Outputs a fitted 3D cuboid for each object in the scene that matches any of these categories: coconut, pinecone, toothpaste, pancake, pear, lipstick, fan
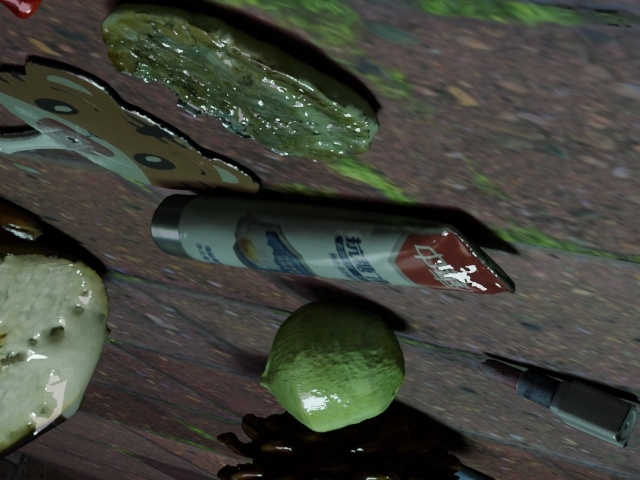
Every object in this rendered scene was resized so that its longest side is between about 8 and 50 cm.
[{"bbox_3d":[0.006,0.080,1.280,0.096,0.088,0.088,-10,161,8],"label":"coconut"},{"bbox_3d":[0.012,0.230,1.621,0.221,0.221,0.221,21,167,5],"label":"pinecone"},{"bbox_3d":[0.000,0.000,1.067,0.239,0.039,0.062,6,152,44],"label":"toothpaste"},{"bbox_3d":[-0.035,-0.069,0.873,0.129,0.023,0.116,27,164,-16],"label":"pancake"},{"bbox_3d":[-0.294,0.052,1.508,0.178,0.267,0.267,54,-174,32],"label":"pear"},{"bbox_3d":[0.145,0.096,1.239,0.107,0.025,0.025,22,169,30],"label":"lipstick"},{"bbox_3d":[-0.139,-0.060,1.120,0.152,0.008,0.226,30,164,-31],"label":"fan"}]

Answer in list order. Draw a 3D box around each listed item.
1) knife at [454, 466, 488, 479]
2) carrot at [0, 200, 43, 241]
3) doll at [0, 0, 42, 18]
[{"bbox_3d":[0.199,0.244,1.777,0.313,0.019,0.044,25,175,-15],"label":"knife"},{"bbox_3d":[-0.317,-0.048,1.395,0.256,0.061,0.061,17,169,-15],"label":"carrot"},{"bbox_3d":[-0.236,-0.177,0.636,0.384,0.099,0.188,21,168,-25],"label":"doll"}]
